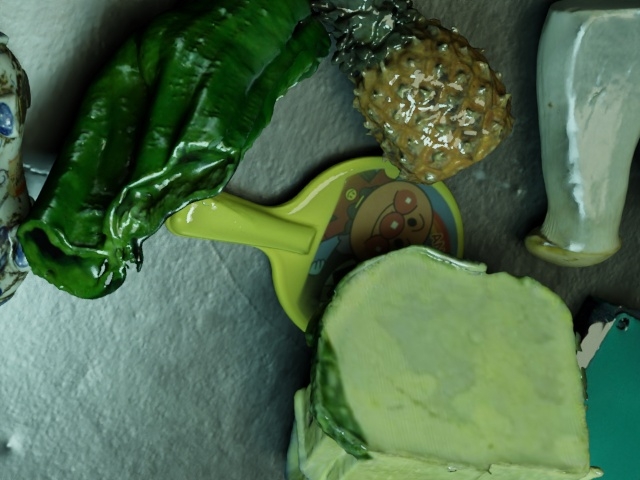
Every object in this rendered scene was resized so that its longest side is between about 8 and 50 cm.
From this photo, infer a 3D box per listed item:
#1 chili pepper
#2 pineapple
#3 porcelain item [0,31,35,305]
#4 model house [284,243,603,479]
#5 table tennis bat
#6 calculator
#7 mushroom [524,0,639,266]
[{"bbox_3d":[-0.144,-0.121,1.773,0.167,0.213,0.385,38,62,-3],"label":"chili pepper"},{"bbox_3d":[0.075,-0.197,1.917,0.158,0.158,0.278,-40,104,-6],"label":"pineapple"},{"bbox_3d":[-0.370,-0.067,1.782,0.186,0.138,0.288,-3,113,-3],"label":"porcelain item"},{"bbox_3d":[0.105,0.187,2.000,0.321,0.261,0.266,9,144,-17],"label":"model house"},{"bbox_3d":[0.000,0.000,1.985,0.369,0.054,0.224,16,102,-29],"label":"table tennis bat"},{"bbox_3d":[0.363,0.220,2.197,0.248,0.058,0.274,25,96,-26],"label":"calculator"},{"bbox_3d":[0.308,-0.120,2.022,0.122,0.159,0.328,-25,125,-55],"label":"mushroom"}]
